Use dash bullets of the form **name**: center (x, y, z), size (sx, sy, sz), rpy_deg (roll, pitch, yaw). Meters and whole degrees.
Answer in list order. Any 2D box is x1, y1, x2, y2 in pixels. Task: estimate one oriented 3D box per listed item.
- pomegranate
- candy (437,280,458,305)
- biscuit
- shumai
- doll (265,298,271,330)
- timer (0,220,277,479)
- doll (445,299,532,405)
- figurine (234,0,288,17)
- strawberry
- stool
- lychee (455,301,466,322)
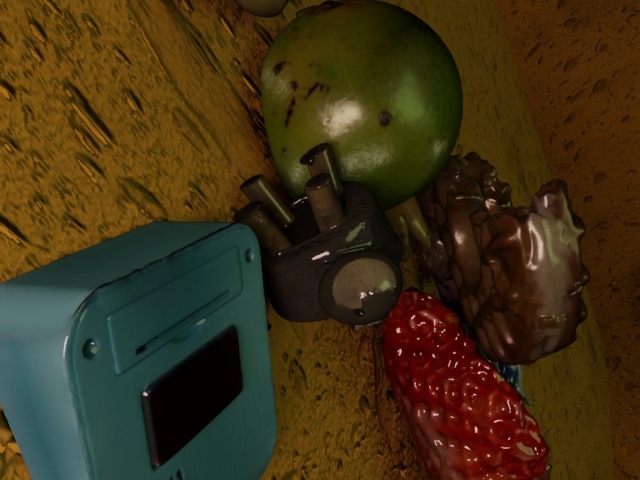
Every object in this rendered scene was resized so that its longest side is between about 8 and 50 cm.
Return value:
- **pomegranate**: center (0.086, -0.140, 0.828), size (0.359, 0.216, 0.310), rpy_deg (66, 27, -21)
- **candy**: center (0.290, 0.124, 1.217), size (0.073, 0.092, 0.160), rpy_deg (-44, 116, -57)
- **biscuit**: center (0.244, 0.026, 0.854), size (0.366, 0.115, 0.268), rpy_deg (-99, 176, -72)
- **shumai**: center (0.234, -0.023, 1.148), size (0.218, 0.184, 0.185), rpy_deg (-65, 171, -64)
- **doll**: center (-0.077, 0.058, 0.637), size (0.058, 0.040, 0.085), rpy_deg (-85, 154, -53)
- **timer**: center (-0.128, 0.124, 0.510), size (0.232, 0.091, 0.250), rpy_deg (-33, 120, -61)
- **doll**: center (0.257, 0.179, 0.987), size (0.195, 0.070, 0.096), rpy_deg (50, 16, 8)
- **figurine**: center (-0.095, -0.332, 0.683), size (0.180, 0.153, 0.262), rpy_deg (62, 14, -9)
- **strawberry**: center (0.176, 0.233, 0.902), size (0.336, 0.149, 0.265), rpy_deg (58, -4, 5)
- **stool**: center (0.007, -0.006, 0.647), size (0.153, 0.228, 0.139), rpy_deg (-44, 120, -26)
- **lychee**: center (0.277, 0.186, 1.107), size (0.171, 0.171, 0.171), rpy_deg (32, 51, -52)
